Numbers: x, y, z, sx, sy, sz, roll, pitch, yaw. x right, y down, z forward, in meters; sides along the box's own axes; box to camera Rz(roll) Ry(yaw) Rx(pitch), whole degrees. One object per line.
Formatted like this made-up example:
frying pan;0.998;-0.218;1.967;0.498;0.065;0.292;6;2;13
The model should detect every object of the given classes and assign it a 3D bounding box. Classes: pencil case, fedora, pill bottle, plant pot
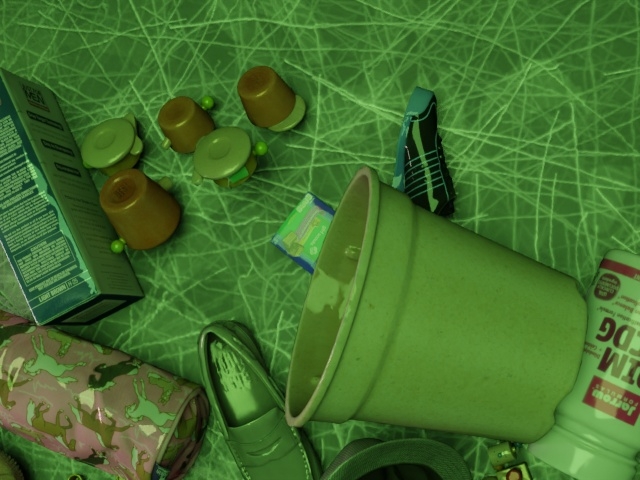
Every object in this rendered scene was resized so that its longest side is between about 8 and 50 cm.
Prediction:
pencil case;-0.352;0.218;1.672;0.386;0.160;0.167;20;57;12
fedora;0.069;0.355;1.567;0.244;0.124;0.275;-8;110;-20
pill bottle;0.382;0.167;1.536;0.160;0.160;0.283;24;90;11
plant pot;0.150;0.108;1.510;0.305;0.334;0.333;16;88;-8

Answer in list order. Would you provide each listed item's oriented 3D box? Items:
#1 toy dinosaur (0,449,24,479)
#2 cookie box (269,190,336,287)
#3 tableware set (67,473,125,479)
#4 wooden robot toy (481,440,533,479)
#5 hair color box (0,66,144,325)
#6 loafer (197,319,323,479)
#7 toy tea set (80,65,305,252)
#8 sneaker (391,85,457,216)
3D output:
toy dinosaur;-0.456;0.389;1.687;0.200;0.127;0.295;-1;86;10
cookie box;0.000;0.000;1.681;0.107;0.040;0.092;38;92;10
tableware set;-0.285;0.362;1.713;0.154;0.024;0.104;9;87;11
wooden robot toy;0.237;0.318;1.600;0.079;0.076;0.173;-23;81;19
hair color box;-0.386;-0.055;1.690;0.105;0.174;0.347;-27;81;9
loafer;-0.086;0.258;1.639;0.112;0.111;0.319;-29;81;7
toy tea set;-0.171;-0.110;1.705;0.336;0.124;0.200;-20;52;11
sneaker;0.146;-0.090;1.647;0.090;0.081;0.232;10;94;8
